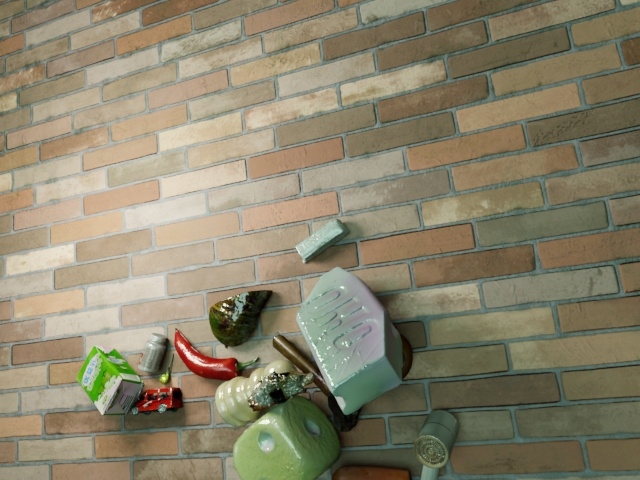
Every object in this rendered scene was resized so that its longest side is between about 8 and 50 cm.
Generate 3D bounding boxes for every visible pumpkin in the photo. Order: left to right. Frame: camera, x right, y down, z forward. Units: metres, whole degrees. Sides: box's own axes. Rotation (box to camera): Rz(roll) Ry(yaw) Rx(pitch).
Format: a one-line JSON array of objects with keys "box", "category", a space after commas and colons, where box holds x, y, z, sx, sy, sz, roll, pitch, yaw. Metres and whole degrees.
[{"box": [-0.298, 0.288, 1.829, 0.278, 0.111, 0.163, -21, 69, 15], "category": "pumpkin"}]

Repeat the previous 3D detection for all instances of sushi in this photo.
[{"box": [-0.126, 0.451, 1.563, 0.226, 0.103, 0.097, -22, 73, -3], "category": "sushi"}]

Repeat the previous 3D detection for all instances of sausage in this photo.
[{"box": [0.163, 0.781, 1.615, 0.259, 0.113, 0.114, -2, 81, 17], "category": "sausage"}]

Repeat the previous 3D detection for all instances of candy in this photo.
[{"box": [-0.586, 0.495, 1.949, 0.035, 0.035, 0.123, 14, 79, 16], "category": "candy"}]

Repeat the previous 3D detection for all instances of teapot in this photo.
[{"box": [0.200, 0.397, 1.652, 0.178, 0.135, 0.252, 28, 85, -13], "category": "teapot"}]

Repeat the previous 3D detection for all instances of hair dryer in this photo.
[{"box": [0.339, 0.718, 1.566, 0.107, 0.173, 0.358, 14, 106, 24], "category": "hair dryer"}]

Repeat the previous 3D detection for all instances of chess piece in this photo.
[{"box": [-0.199, 0.506, 1.710, 0.299, 0.167, 0.167, -33, 73, 27], "category": "chess piece"}]

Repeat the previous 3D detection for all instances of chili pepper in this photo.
[{"box": [-0.418, 0.437, 1.871, 0.368, 0.092, 0.137, 15, 72, 16], "category": "chili pepper"}]

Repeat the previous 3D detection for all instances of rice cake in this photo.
[{"box": [0.001, 0.000, 1.807, 0.206, 0.063, 0.069, -32, 71, 11], "category": "rice cake"}]

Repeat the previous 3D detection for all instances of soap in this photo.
[{"box": [0.086, 0.280, 1.561, 0.261, 0.156, 0.446, -30, 34, -2], "category": "soap"}]

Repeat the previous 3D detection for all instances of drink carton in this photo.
[{"box": [-0.808, 0.540, 1.935, 0.271, 0.108, 0.161, 28, 89, 39], "category": "drink carton"}]

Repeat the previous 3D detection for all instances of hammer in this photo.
[{"box": [-0.021, 0.442, 1.701, 0.095, 0.243, 0.408, -34, 51, -26], "category": "hammer"}]

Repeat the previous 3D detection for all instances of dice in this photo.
[{"box": [-0.105, 0.672, 1.624, 0.254, 0.252, 0.250, 48, 111, 20], "category": "dice"}]

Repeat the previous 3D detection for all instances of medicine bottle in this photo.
[{"box": [-0.644, 0.432, 1.948, 0.079, 0.079, 0.140, 16, 88, 20], "category": "medicine bottle"}]

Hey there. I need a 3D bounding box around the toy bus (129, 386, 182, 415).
[{"box": [-0.626, 0.611, 1.918, 0.195, 0.081, 0.089, -12, 69, 16], "category": "toy bus"}]
